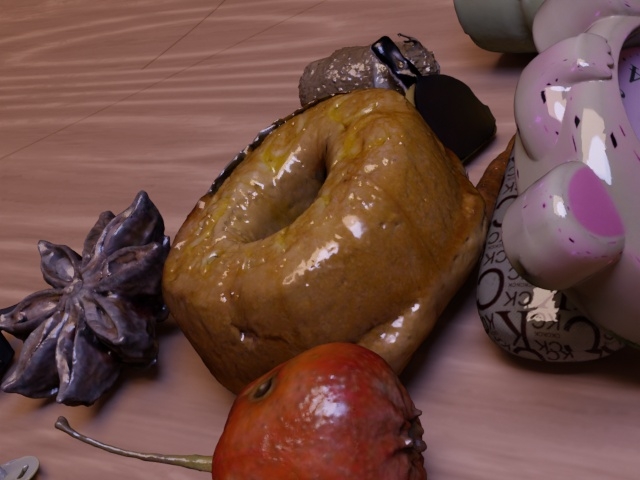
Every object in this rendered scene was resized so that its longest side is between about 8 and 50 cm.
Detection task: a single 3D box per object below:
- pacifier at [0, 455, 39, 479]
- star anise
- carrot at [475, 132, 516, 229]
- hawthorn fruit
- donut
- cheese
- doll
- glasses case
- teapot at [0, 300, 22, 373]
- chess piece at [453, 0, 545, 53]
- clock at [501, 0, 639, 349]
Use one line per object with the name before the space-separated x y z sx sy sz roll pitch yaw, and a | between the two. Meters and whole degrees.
pacifier | -0.310 0.216 0.853 0.083 0.064 0.068 -18 21 10
star anise | -0.225 0.068 0.941 0.223 0.109 0.236 -3 59 45
carrot | 0.180 -0.061 0.915 0.036 0.035 0.165 5 46 34
hawthorn fruit | -0.063 0.168 0.676 0.285 0.165 0.165 -7 41 7
donut | 0.000 0.000 0.839 0.299 0.150 0.317 -29 32 13
cheese | 0.114 -0.157 0.976 0.086 0.162 0.036 -41 -1 -14
doll | 0.038 -0.174 1.072 0.221 0.115 0.105 -18 33 25
glasses case | 0.234 -0.040 0.816 0.137 0.085 0.354 1 46 26
teapot | -0.387 0.132 0.980 0.096 0.087 0.177 11 51 25
chess piece | 0.354 -0.270 0.914 0.442 0.234 0.234 15 54 44
clock | 0.275 -0.058 0.691 0.114 0.284 0.309 -44 18 53
